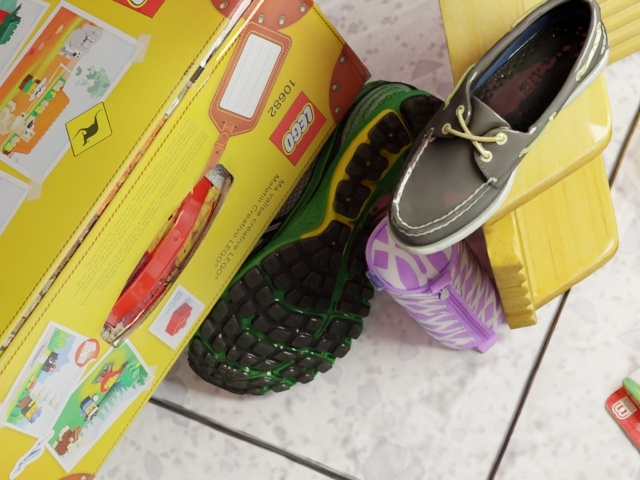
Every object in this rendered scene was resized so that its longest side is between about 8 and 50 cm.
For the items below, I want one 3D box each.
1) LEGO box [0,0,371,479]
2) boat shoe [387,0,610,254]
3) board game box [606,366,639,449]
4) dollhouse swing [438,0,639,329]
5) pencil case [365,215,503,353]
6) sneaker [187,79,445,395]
[{"bbox_3d":[-0.257,-0.055,1.547,0.372,0.193,0.500,28,80,37],"label":"LEGO box"},{"bbox_3d":[0.125,-0.090,1.241,0.081,0.069,0.228,38,83,18],"label":"boat shoe"},{"bbox_3d":[0.392,0.113,1.519,0.259,0.039,0.124,-37,69,0],"label":"board game box"},{"bbox_3d":[0.272,-0.126,1.447,0.305,0.347,0.315,-11,72,6],"label":"dollhouse swing"},{"bbox_3d":[0.106,0.036,1.504,0.086,0.206,0.088,-48,66,0],"label":"pencil case"},{"bbox_3d":[0.000,0.000,1.590,0.134,0.146,0.343,38,95,-25],"label":"sneaker"}]
